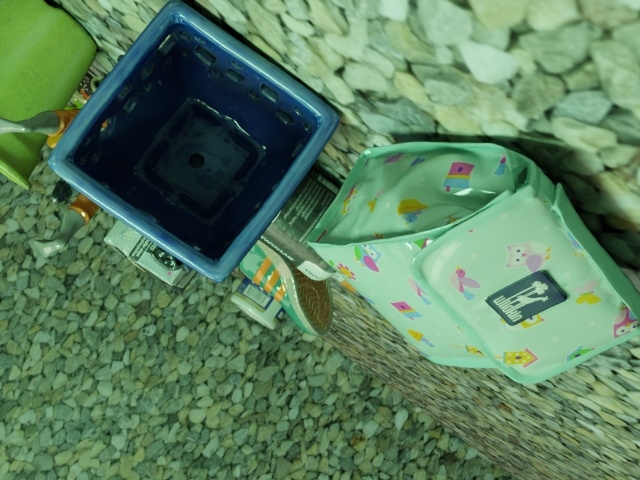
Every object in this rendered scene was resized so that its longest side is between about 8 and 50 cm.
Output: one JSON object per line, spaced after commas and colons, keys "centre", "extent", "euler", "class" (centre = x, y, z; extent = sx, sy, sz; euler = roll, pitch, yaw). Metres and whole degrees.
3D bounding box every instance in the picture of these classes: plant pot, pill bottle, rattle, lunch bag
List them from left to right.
{"centre": [-0.501, -0.264, 1.321], "extent": [0.276, 0.254, 0.276], "euler": [35, 170, 7], "class": "plant pot"}
{"centre": [-0.512, -0.264, 1.687], "extent": [0.130, 0.142, 0.199], "euler": [59, 167, -19], "class": "rattle"}
{"centre": [-0.144, -0.106, 0.990], "extent": [0.236, 0.236, 0.212], "euler": [36, 175, -4], "class": "plant pot"}
{"centre": [-0.088, 0.077, 1.700], "extent": [0.112, 0.187, 0.112], "euler": [34, 169, 8], "class": "pill bottle"}
{"centre": [-0.021, -0.031, 1.185], "extent": [0.245, 0.130, 0.130], "euler": [37, 169, -9], "class": "pill bottle"}
{"centre": [0.154, 0.019, 0.798], "extent": [0.223, 0.160, 0.262], "euler": [45, 155, -28], "class": "lunch bag"}

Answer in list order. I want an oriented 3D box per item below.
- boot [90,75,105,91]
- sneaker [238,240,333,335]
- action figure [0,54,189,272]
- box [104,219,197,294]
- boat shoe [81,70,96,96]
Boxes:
{"centre": [-0.351, -0.239, 1.504], "extent": [0.158, 0.059, 0.085], "euler": [34, 164, 15], "class": "boot"}
{"centre": [-0.081, 0.056, 1.601], "extent": [0.121, 0.108, 0.302], "euler": [-10, 116, 41], "class": "sneaker"}
{"centre": [-0.255, -0.089, 1.186], "extent": [0.178, 0.330, 0.341], "euler": [1, 115, 51], "class": "action figure"}
{"centre": [-0.231, -0.049, 1.434], "extent": [0.142, 0.247, 0.163], "euler": [33, 169, 3], "class": "box"}
{"centre": [-0.429, -0.287, 1.578], "extent": [0.125, 0.038, 0.046], "euler": [40, 168, -25], "class": "boat shoe"}
